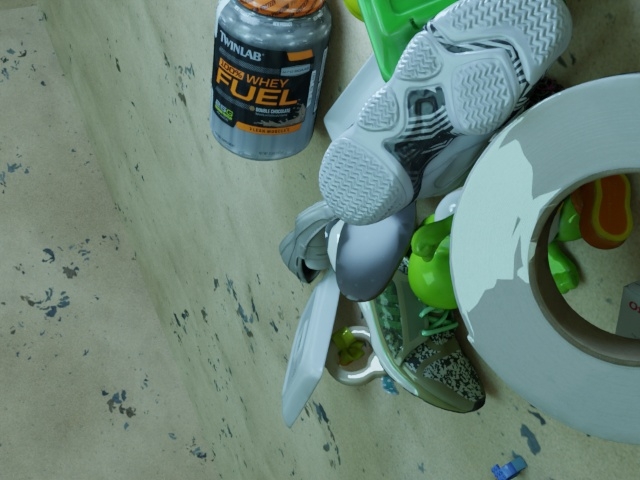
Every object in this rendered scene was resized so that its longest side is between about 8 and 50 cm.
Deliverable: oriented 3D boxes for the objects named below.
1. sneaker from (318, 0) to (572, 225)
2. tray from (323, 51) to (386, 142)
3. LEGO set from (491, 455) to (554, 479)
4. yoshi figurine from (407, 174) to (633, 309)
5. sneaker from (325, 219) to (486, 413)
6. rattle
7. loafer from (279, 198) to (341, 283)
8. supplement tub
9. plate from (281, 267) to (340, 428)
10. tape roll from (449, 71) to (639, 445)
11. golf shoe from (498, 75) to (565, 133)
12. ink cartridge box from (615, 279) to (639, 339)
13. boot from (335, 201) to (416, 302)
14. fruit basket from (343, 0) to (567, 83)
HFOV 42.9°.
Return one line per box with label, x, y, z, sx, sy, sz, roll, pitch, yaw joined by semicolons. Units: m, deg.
sneaker;0.167;-0.162;0.973;0.366;0.210;0.137;-43;76;37
tray;0.089;-0.213;1.411;0.145;0.030;0.270;66;152;11
LEGO set;0.289;0.435;1.356;0.087;0.093;0.227;58;150;27
yoshi figurine;0.233;0.007;1.102;0.203;0.203;0.362;64;156;1
sneaker;0.163;0.093;1.357;0.182;0.158;0.410;-47;68;41
rattle;0.107;0.265;1.631;0.200;0.130;0.142;19;139;26
loafer;0.000;0.000;1.634;0.111;0.112;0.319;61;159;11
supplement tub;-0.093;-0.330;1.488;0.207;0.207;0.338;52;147;34
plate;-0.024;0.215;1.692;0.277;0.045;0.278;116;170;-53
tape roll;0.325;0.022;0.845;0.392;0.072;0.392;7;106;25
golf shoe;0.264;-0.175;1.083;0.186;0.067;0.086;26;160;49
ink cartridge box;0.417;0.142;0.960;0.127;0.072;0.175;38;138;48
boot;0.107;-0.028;1.270;0.112;0.305;0.115;8;153;21
fruit basket;0.132;-0.391;1.057;0.392;0.283;0.392;-18;-90;-74
